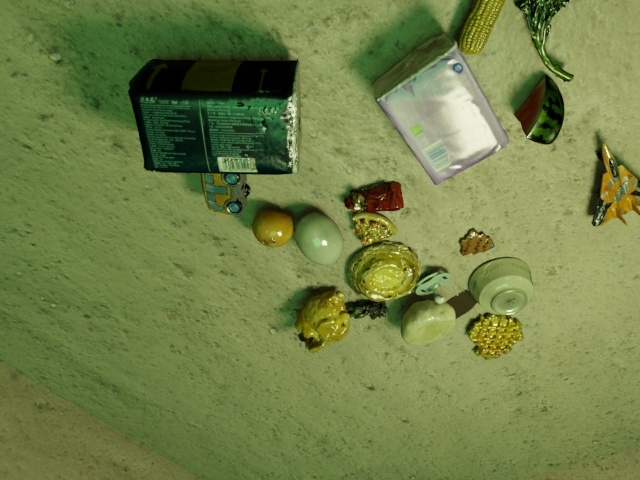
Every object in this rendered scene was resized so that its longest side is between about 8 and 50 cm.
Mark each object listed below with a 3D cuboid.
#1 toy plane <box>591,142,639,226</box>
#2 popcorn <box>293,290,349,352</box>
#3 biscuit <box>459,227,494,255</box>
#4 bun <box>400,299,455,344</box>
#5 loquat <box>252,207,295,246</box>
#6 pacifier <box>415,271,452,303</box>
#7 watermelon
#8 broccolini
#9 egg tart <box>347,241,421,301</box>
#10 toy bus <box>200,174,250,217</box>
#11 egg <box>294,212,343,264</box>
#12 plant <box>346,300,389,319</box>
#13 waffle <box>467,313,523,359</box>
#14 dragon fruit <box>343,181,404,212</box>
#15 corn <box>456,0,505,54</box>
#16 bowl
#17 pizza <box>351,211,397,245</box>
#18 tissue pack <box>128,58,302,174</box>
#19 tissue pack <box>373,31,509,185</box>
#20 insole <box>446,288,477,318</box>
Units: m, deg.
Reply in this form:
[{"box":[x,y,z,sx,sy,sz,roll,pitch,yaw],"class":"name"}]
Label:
[{"box":[0.923,-0.191,1.463,0.204,0.103,0.316,-30,115,18],"class":"toy plane"},{"box":[0.017,0.313,1.783,0.190,0.191,0.253,11,137,-48],"class":"popcorn"},{"box":[0.562,0.011,1.655,0.129,0.019,0.119,5,127,-5],"class":"biscuit"},{"box":[0.408,0.304,1.797,0.231,0.133,0.231,-11,140,-9],"class":"bun"},{"box":[-0.155,-0.041,1.536,0.141,0.141,0.141,0,127,0],"class":"loquat"},{"box":[0.426,0.179,1.718,0.150,0.117,0.127,-31,142,20],"class":"pacifier"},{"box":[0.633,-0.345,1.308,0.137,0.145,0.193,-16,126,18],"class":"watermelon"},{"box":[0.620,-0.541,1.208,0.123,0.062,0.271,-23,120,34],"class":"broccolini"},{"box":[0.235,0.132,1.698,0.278,0.095,0.279,0,126,0],"class":"egg tart"},{"box":[-0.297,-0.179,1.438,0.136,0.126,0.210,6,128,5],"class":"toy bus"},{"box":[0.000,0.000,1.558,0.151,0.151,0.209,-24,126,17],"class":"egg"},{"box":[0.182,0.271,1.816,0.174,0.087,0.085,-8,92,10],"class":"plant"},{"box":[0.715,0.397,1.930,0.253,0.056,0.249,27,122,-22],"class":"waffle"},{"box":[0.172,-0.140,1.522,0.192,0.122,0.092,-5,88,7],"class":"dragon fruit"},{"box":[0.414,-0.586,1.164,0.080,0.080,0.231,11,124,-9],"class":"corn"},{"box":[0.685,0.191,1.726,0.237,0.126,0.238,0,127,0],"class":"bowl"},{"box":[0.180,-0.034,1.600,0.175,0.046,0.134,12,126,-10],"class":"pizza"},{"box":[-0.260,-0.329,1.238,0.416,0.253,0.264,-1,128,0],"class":"tissue pack"},{"box":[0.329,-0.359,1.283,0.242,0.160,0.338,-30,121,22],"class":"tissue pack"},{"box":[0.524,0.300,1.883,0.111,0.007,0.328,27,122,-18],"class":"insole"}]
